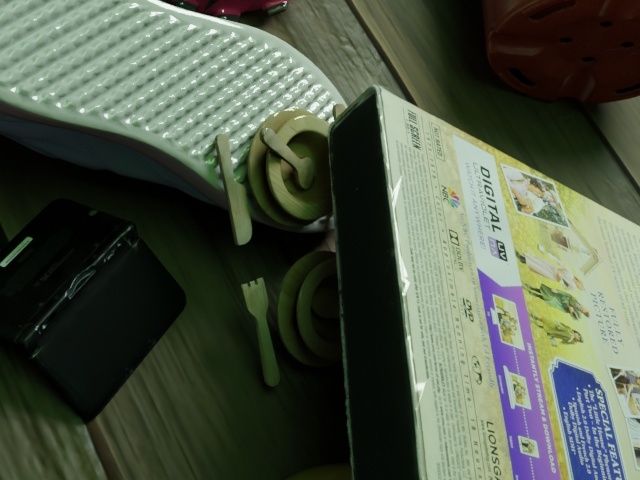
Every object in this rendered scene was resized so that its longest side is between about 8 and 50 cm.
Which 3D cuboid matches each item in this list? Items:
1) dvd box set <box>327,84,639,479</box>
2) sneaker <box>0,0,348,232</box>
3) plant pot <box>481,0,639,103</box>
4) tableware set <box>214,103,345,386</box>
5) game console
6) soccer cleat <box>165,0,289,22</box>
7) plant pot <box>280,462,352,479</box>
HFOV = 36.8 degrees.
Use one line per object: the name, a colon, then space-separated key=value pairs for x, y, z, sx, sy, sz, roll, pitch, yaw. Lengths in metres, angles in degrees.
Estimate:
dvd box set: x=0.192 y=0.093 z=0.697 sx=0.420 sy=0.062 sz=0.307 roll=22 pitch=48 yaw=-32
sneaker: x=-0.125 y=-0.104 z=0.710 sx=0.366 sy=0.150 sz=0.135 roll=25 pitch=79 yaw=-39
plant pot: x=0.263 y=-0.294 z=0.929 sx=0.272 sy=0.272 sz=0.265 roll=12 pitch=67 yaw=-20
tableware set: x=0.000 y=0.000 z=0.697 sx=0.128 sy=0.039 sz=0.194 roll=-21 pitch=105 yaw=-38
game console: x=-0.173 y=0.044 z=0.672 sx=0.107 sy=0.071 sz=0.122 roll=19 pitch=50 yaw=22
soccer cleat: x=-0.151 y=-0.260 z=0.787 sx=0.331 sy=0.116 sz=0.143 roll=-9 pitch=68 yaw=-29
plant pot: x=0.027 y=0.203 z=0.627 sx=0.134 sy=0.095 sz=0.134 roll=11 pitch=60 yaw=-20
